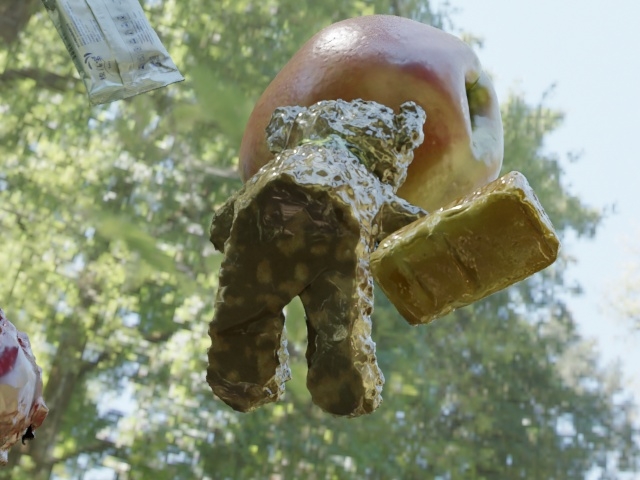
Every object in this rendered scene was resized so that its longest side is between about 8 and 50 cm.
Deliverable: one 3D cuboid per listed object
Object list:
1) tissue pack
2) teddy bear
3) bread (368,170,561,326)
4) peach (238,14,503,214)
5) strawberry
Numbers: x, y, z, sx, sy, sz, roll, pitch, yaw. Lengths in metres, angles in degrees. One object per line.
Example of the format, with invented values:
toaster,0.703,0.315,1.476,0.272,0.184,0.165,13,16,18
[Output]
tissue pack,-0.246,-0.248,1.437,0.123,0.193,0.026,-20,-12,-37
teddy bear,0.001,0.010,1.251,0.246,0.222,0.296,2,-83,24
bread,0.102,0.007,0.902,0.132,0.053,0.074,-26,-75,22
peach,0.052,-0.114,1.529,0.332,0.307,0.308,-26,-50,30
strawberry,-0.451,0.173,1.464,0.274,0.220,0.274,-20,-21,-8
